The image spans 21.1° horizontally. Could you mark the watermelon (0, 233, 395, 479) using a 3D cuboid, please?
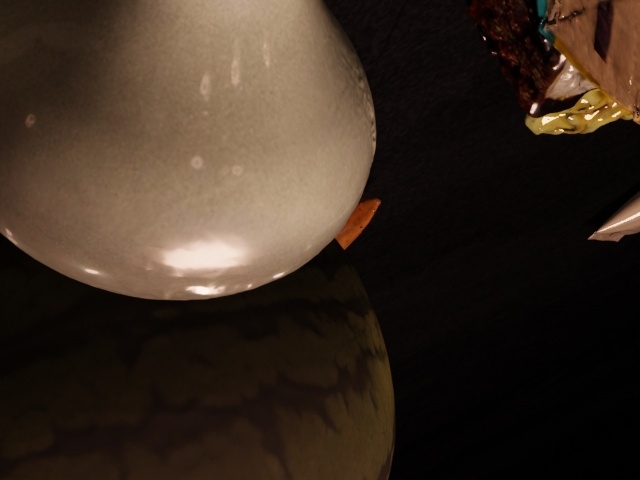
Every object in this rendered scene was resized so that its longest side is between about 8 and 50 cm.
[{"bbox_3d":[-0.129,0.098,0.815,0.359,0.279,0.279,-15,152,-37],"label":"watermelon"}]

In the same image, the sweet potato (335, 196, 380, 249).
[{"bbox_3d":[0.000,0.000,1.131,0.095,0.034,0.034,-31,159,-3],"label":"sweet potato"}]

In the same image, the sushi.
[{"bbox_3d":[0.133,-0.127,0.975,0.098,0.084,0.094,-16,157,-28],"label":"sushi"}]

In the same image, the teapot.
[{"bbox_3d":[-0.047,-0.106,0.665,0.183,0.183,0.251,-17,142,-36],"label":"teapot"}]

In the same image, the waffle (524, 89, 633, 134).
[{"bbox_3d":[0.245,-0.140,1.129,0.223,0.054,0.204,-24,169,-19],"label":"waffle"}]

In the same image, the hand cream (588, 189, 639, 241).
[{"bbox_3d":[0.316,-0.050,1.463,0.186,0.054,0.087,-35,165,21],"label":"hand cream"}]

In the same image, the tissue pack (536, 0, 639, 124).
[{"bbox_3d":[0.242,-0.194,0.851,0.271,0.134,0.192,-27,134,-18],"label":"tissue pack"}]
